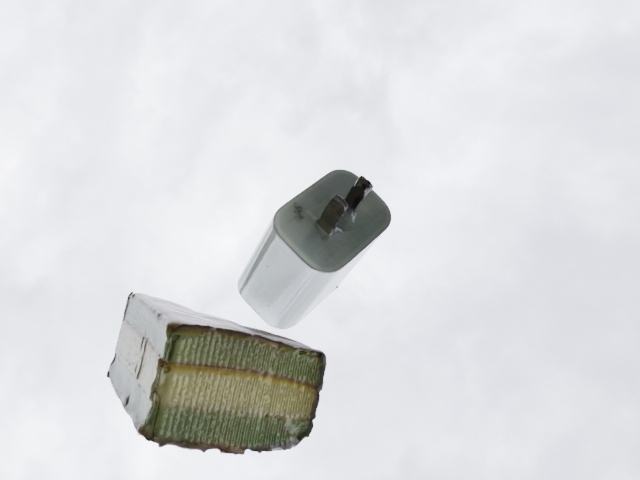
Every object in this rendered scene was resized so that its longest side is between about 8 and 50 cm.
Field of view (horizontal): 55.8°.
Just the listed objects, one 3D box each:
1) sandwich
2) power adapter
[{"bbox_3d":[-0.086,0.095,0.452,0.163,0.113,0.080,3,-103,62],"label":"sandwich"},{"bbox_3d":[0.000,0.000,0.888,0.124,0.187,0.255,45,-40,7],"label":"power adapter"}]
